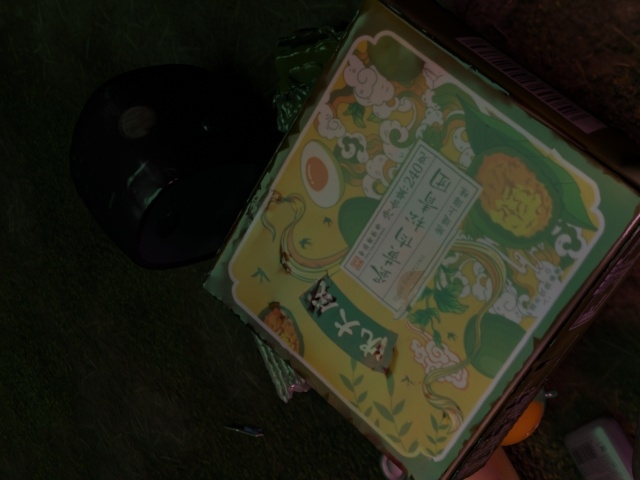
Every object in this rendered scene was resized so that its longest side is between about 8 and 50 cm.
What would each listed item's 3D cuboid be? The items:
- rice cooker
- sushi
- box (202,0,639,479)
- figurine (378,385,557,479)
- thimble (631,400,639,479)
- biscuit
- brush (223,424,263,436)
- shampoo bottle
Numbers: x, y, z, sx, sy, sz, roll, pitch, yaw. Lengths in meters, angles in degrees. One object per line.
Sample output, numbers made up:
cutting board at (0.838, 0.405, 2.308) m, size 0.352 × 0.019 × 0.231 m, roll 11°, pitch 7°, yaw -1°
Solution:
rice cooker at (-0.205, -0.108, 1.641) m, size 0.224 × 0.267 × 0.267 m, roll 53°, pitch 138°, yaw 29°
sushi at (-0.004, -0.119, 1.476) m, size 0.139 × 0.131 × 0.290 m, roll -6°, pitch 100°, yaw 15°
box at (0.117, -0.002, 1.285) m, size 0.373 × 0.138 × 0.420 m, roll 41°, pitch 114°, yaw 19°
figurine at (0.174, 0.199, 1.436) m, size 0.222 × 0.124 × 0.324 m, roll -2°, pitch 100°, yaw 49°
thimble at (0.397, 0.200, 1.152) m, size 0.189 × 0.163 × 0.124 m, roll 37°, pitch 132°, yaw 51°
biscuit at (-0.049, 0.100, 1.654) m, size 0.062 × 0.108 × 0.238 m, roll -30°, pitch 82°, yaw 44°
brush at (-0.122, 0.299, 1.890) m, size 0.084 × 0.016 × 0.013 m, roll 2°, pitch 95°, yaw 47°
shampoo bottle at (0.341, 0.279, 1.343) m, size 0.080 × 0.040 × 0.165 m, roll -41°, pitch 75°, yaw 47°
